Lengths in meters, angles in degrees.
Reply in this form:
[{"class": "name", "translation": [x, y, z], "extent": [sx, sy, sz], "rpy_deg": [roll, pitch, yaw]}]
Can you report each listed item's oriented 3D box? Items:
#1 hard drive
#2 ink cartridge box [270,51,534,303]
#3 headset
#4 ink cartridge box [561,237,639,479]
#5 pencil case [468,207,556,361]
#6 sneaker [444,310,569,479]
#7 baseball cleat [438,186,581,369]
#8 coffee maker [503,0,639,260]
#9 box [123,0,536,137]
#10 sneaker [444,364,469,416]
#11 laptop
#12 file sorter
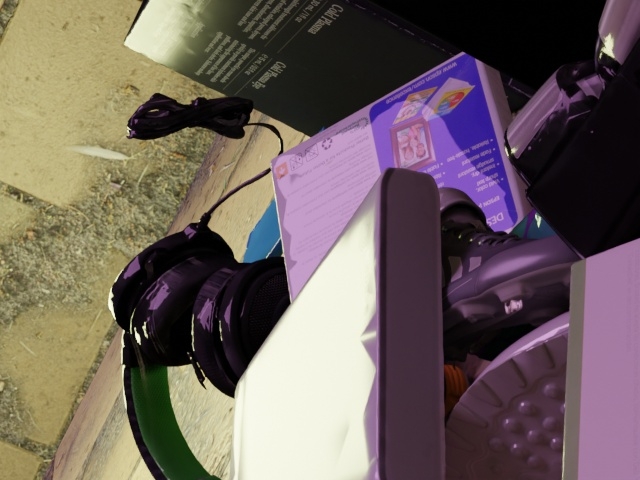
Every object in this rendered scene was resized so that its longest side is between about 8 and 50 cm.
[{"class": "hard drive", "translation": [0.000, 0.118, 0.880], "extent": [0.307, 0.040, 0.203], "rpy_deg": [124, 153, -55]}, {"class": "ink cartridge box", "translation": [0.061, -0.015, 1.046], "extent": [0.206, 0.045, 0.208], "rpy_deg": [-27, 53, 26]}, {"class": "headset", "translation": [-0.109, 0.066, 1.254], "extent": [0.243, 0.185, 0.394], "rpy_deg": [19, 107, 44]}, {"class": "ink cartridge box", "translation": [0.210, 0.042, 0.568], "extent": [0.235, 0.056, 0.171], "rpy_deg": [-24, 35, 32]}, {"class": "pencil case", "translation": [0.137, 0.021, 0.872], "extent": [0.152, 0.064, 0.070], "rpy_deg": [-50, 12, 47]}, {"class": "sneaker", "translation": [0.111, 0.103, 0.788], "extent": [0.235, 0.090, 0.095], "rpy_deg": [-51, 4, 36]}, {"class": "baseball cleat", "translation": [0.091, 0.009, 0.812], "extent": [0.206, 0.072, 0.110], "rpy_deg": [-32, 54, 55]}, {"class": "coffee maker", "translation": [0.184, -0.065, 0.675], "extent": [0.171, 0.120, 0.178], "rpy_deg": [-105, 30, -43]}, {"class": "box", "translation": [0.020, -0.229, 1.277], "extent": [0.179, 0.312, 0.343], "rpy_deg": [-67, 13, -15]}, {"class": "sneaker", "translation": [0.026, 0.175, 0.976], "extent": [0.215, 0.083, 0.084], "rpy_deg": [-67, 15, -5]}, {"class": "laptop", "translation": [0.150, -0.223, 0.911], "extent": [0.137, 0.234, 0.264], "rpy_deg": [-55, 16, 32]}, {"class": "file sorter", "translation": [0.000, 0.000, 1.378], "extent": [0.170, 0.104, 0.118], "rpy_deg": [-54, 16, 39]}]
